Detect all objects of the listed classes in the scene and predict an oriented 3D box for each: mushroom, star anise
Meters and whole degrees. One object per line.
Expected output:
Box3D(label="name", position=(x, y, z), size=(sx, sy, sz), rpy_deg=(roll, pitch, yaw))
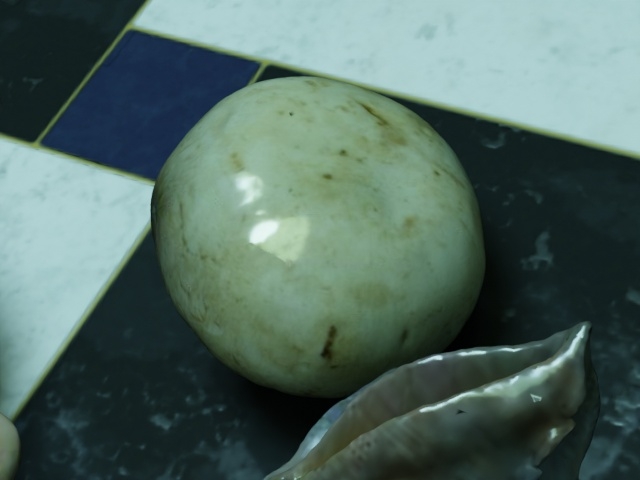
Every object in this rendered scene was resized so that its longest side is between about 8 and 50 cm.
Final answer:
Box3D(label="mushroom", position=(0.000, 0.000, 0.729), size=(0.166, 0.127, 0.166), rpy_deg=(6, 56, -9))
Box3D(label="star anise", position=(-0.004, 0.149, 0.590), size=(0.110, 0.198, 0.257), rpy_deg=(41, 65, -3))

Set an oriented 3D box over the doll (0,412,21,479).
Box3D(label="doll", position=(-0.302, 0.128, 0.681), size=(0.348, 0.161, 0.423), rpy_deg=(-22, 66, -5))
